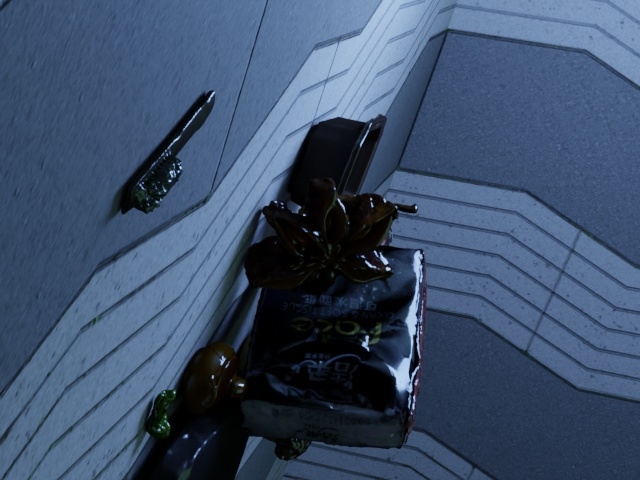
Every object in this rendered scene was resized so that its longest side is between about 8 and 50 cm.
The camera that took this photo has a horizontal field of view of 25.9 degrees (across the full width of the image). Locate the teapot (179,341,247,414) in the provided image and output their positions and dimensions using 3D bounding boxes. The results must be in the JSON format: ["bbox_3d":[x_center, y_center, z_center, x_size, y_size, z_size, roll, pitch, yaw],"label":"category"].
[{"bbox_3d":[-0.136,0.186,1.827,0.129,0.078,0.098,-33,145,-78],"label":"teapot"}]

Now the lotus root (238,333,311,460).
[{"bbox_3d":[-0.040,0.234,2.153,0.310,0.182,0.183,-100,-153,-64],"label":"lotus root"}]

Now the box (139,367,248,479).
[{"bbox_3d":[-0.197,0.377,1.943,0.359,0.091,0.350,-50,160,-69],"label":"box"}]

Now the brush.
[{"bbox_3d":[-0.126,-0.078,1.241,0.190,0.027,0.034,-60,172,-53],"label":"brush"}]

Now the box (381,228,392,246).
[{"bbox_3d":[0.023,0.014,2.289,0.135,0.151,0.151,-60,179,37],"label":"box"}]

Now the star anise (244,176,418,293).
[{"bbox_3d":[0.000,0.000,1.910,0.126,0.220,0.190,48,-61,50],"label":"star anise"}]

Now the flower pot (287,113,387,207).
[{"bbox_3d":[0.020,-0.112,2.073,0.251,0.084,0.179,-41,153,-78],"label":"flower pot"}]

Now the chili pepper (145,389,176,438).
[{"bbox_3d":[-0.195,0.210,1.684,0.091,0.034,0.030,105,-23,-47],"label":"chili pepper"}]

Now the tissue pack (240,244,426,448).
[{"bbox_3d":[0.027,0.137,1.982,0.332,0.245,0.123,-79,169,-45],"label":"tissue pack"}]
